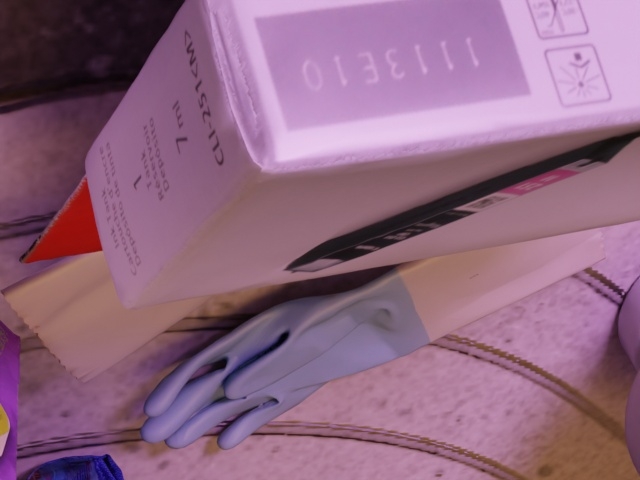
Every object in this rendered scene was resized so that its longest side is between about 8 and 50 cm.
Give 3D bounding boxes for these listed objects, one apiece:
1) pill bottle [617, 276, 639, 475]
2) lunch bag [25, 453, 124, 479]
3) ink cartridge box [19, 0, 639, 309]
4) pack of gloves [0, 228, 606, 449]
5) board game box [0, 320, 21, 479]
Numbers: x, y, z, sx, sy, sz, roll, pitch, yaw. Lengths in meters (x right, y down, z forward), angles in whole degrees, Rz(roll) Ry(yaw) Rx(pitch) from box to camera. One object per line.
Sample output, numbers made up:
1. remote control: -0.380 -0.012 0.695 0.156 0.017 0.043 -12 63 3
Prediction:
1. pill bottle: 0.230 0.110 0.766 0.146 0.264 0.146 -12 132 -14
2. lunch bag: -0.118 0.241 0.718 0.138 0.293 0.221 6 111 -17
3. ink cartridge box: 0.057 -0.025 0.571 0.275 0.060 0.239 -10 165 -25
4. pack of gloves: 0.000 0.000 0.740 0.232 0.046 0.195 -27 148 1
5. board game box: -0.191 0.005 0.437 0.056 0.208 0.347 -21 132 17
